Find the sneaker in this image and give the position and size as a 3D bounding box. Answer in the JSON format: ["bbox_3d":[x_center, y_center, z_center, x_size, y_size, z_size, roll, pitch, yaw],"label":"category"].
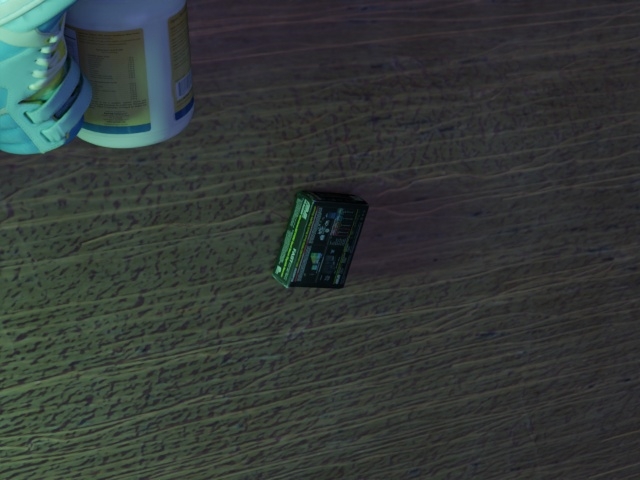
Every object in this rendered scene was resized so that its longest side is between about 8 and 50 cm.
[{"bbox_3d":[-0.276,-0.196,1.883,0.208,0.319,0.127,38,50,-30],"label":"sneaker"}]

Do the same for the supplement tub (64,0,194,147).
[{"bbox_3d":[-0.213,-0.216,2.020,0.144,0.144,0.199,-20,125,-27],"label":"supplement tub"}]

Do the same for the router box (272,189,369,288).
[{"bbox_3d":[0.000,0.000,2.372,0.092,0.038,0.122,4,111,-39],"label":"router box"}]
